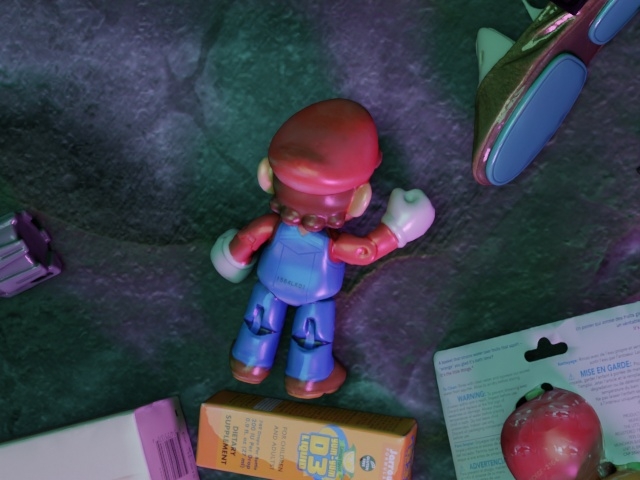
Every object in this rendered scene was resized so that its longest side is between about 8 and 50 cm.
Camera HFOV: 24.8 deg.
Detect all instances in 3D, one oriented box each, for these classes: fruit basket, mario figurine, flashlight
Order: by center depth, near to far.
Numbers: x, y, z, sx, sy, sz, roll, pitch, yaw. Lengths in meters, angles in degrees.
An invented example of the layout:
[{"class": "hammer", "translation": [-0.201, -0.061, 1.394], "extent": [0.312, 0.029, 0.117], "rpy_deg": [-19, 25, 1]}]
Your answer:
[{"class": "fruit basket", "translation": [0.270, 0.257, 1.473], "extent": [0.327, 0.165, 0.353], "rpy_deg": [-21, 71, 45]}, {"class": "mario figurine", "translation": [0.000, 0.000, 1.592], "extent": [0.198, 0.170, 0.321], "rpy_deg": [7, 107, -23]}, {"class": "flashlight", "translation": [-0.462, 0.055, 1.693], "extent": [0.304, 0.103, 0.103], "rpy_deg": [-26, 84, 14]}]

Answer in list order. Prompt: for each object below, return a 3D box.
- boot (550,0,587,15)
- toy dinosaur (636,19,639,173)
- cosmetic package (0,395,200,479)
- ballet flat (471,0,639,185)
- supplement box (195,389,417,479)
[{"class": "boot", "translation": [0.178, -0.489, 1.442], "extent": [0.445, 0.146, 0.367], "rpy_deg": [40, 113, 26]}, {"class": "toy dinosaur", "translation": [0.446, -0.101, 1.469], "extent": [0.218, 0.164, 0.322], "rpy_deg": [-42, 55, -2]}, {"class": "cosmetic package", "translation": [-0.301, 0.275, 1.638], "extent": [0.296, 0.153, 0.129], "rpy_deg": [-15, 88, 15]}, {"class": "ballet flat", "translation": [0.240, -0.220, 1.518], "extent": [0.124, 0.116, 0.342], "rpy_deg": [41, 101, 29]}, {"class": "supplement box", "translation": [-0.015, 0.224, 1.605], "extent": [0.233, 0.080, 0.078], "rpy_deg": [7, 96, 11]}]
